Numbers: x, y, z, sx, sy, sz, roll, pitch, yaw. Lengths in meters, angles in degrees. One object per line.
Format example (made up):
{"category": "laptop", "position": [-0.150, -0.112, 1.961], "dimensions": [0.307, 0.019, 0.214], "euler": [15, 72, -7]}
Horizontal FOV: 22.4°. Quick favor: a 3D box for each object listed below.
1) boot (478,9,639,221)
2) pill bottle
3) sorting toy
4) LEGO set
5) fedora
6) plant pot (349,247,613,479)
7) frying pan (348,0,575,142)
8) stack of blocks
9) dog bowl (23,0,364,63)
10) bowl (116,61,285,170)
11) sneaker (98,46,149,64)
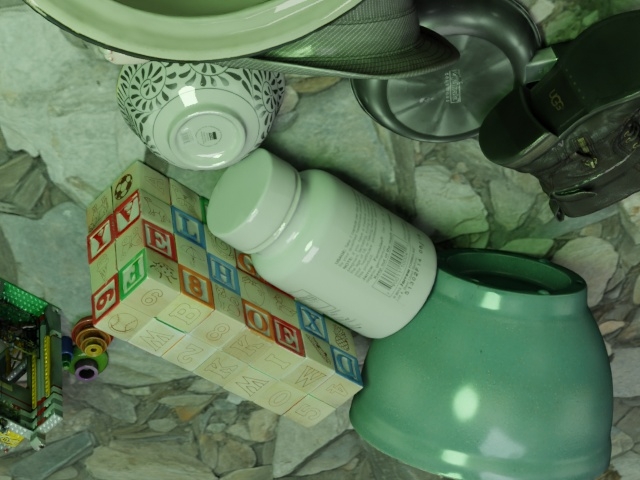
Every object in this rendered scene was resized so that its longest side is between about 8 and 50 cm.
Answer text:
{"category": "boot", "position": [0.304, -0.120, 1.646], "dimensions": [0.263, 0.091, 0.229], "euler": [-30, 149, 26]}
{"category": "pill bottle", "position": [0.000, 0.000, 1.688], "dimensions": [0.229, 0.131, 0.131], "euler": [31, 121, -31]}
{"category": "sorting toy", "position": [-0.266, 0.131, 1.827], "dimensions": [0.061, 0.042, 0.102], "euler": [4, 133, -14]}
{"category": "LEGO set", "position": [-0.428, 0.147, 1.708], "dimensions": [0.255, 0.192, 0.331], "euler": [-33, 130, 20]}
{"category": "fedora", "position": [-0.013, -0.226, 1.423], "dimensions": [0.275, 0.244, 0.124], "euler": [12, 111, 34]}
{"category": "plant pot", "position": [0.190, 0.122, 1.767], "dimensions": [0.293, 0.293, 0.196], "euler": [5, 105, -15]}
{"category": "frying pan", "position": [0.188, -0.159, 1.635], "dimensions": [0.326, 0.053, 0.197], "euler": [10, 132, -15]}
{"category": "stack of blocks", "position": [-0.101, 0.061, 1.701], "dimensions": [0.297, 0.171, 0.087], "euler": [30, 122, -34]}
{"category": "dog bowl", "position": [-0.094, -0.347, 1.194], "dimensions": [0.408, 0.150, 0.408], "euler": [-10, 123, -16]}
{"category": "bowl", "position": [-0.114, -0.124, 1.586], "dimensions": [0.170, 0.080, 0.170], "euler": [-5, 133, -6]}
{"category": "sneaker", "position": [-0.206, -0.203, 1.512], "dimensions": [0.134, 0.051, 0.070], "euler": [15, 124, -28]}
